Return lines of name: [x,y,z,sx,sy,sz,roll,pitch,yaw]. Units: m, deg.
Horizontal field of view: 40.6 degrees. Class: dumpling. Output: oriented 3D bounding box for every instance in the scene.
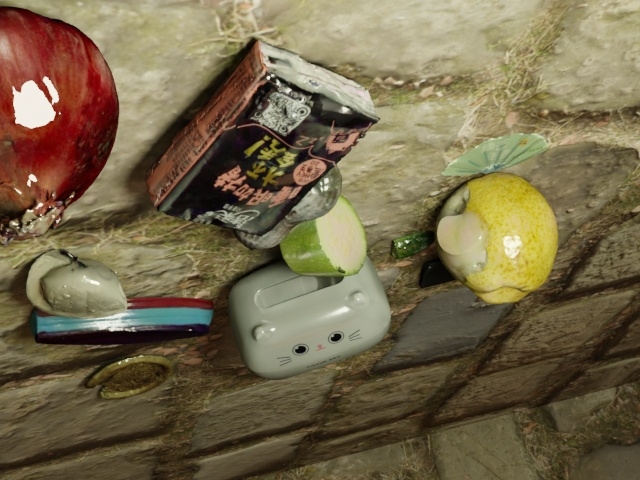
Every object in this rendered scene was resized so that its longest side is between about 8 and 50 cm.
dumpling: [-0.452,0.089,1.598,0.150,0.092,0.176,-34,149,20]

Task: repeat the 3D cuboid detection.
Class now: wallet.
wallet: [0.382,0.056,2.155,0.285,0.030,0.146,-14,155,-8]

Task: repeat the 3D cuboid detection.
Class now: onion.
onion: [-0.396,-0.109,1.071,0.347,0.285,0.348,-26,157,-12]

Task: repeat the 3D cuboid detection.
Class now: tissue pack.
tissue pack: [-0.099,-0.152,1.365,0.245,0.123,0.332,15,135,-39]
tissue pack: [-0.027,0.147,1.832,0.332,0.230,0.236,-19,154,-2]

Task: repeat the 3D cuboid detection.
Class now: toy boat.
toy boat: [-0.403,0.169,1.812,0.392,0.079,0.136,0,149,-28]

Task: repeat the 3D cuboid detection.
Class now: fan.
fan: [0.356,-0.171,1.742,0.240,0.009,0.131,-14,150,-10]

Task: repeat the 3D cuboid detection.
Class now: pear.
pear: [0.370,-0.001,1.803,0.271,0.271,0.271,-15,153,-8]

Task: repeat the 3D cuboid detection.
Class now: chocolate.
chocolate: [-0.057,-0.064,1.563,0.248,0.110,0.110,-34,150,33]

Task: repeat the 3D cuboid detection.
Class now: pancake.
pancake: [-0.463,0.334,2.116,0.211,0.029,0.235,-23,154,5]

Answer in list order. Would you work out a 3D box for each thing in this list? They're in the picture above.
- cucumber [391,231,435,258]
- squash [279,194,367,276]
cucumber: [0.215,0.012,1.957,0.107,0.035,0.067,-17,151,-10]
squash: [0.000,0.000,1.669,0.122,0.170,0.170,-19,155,26]
